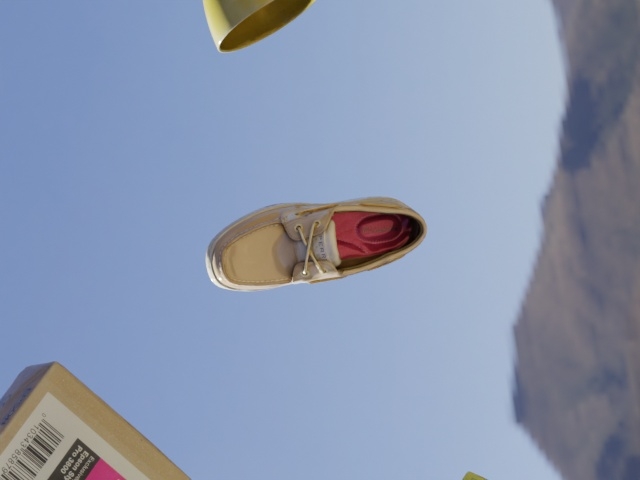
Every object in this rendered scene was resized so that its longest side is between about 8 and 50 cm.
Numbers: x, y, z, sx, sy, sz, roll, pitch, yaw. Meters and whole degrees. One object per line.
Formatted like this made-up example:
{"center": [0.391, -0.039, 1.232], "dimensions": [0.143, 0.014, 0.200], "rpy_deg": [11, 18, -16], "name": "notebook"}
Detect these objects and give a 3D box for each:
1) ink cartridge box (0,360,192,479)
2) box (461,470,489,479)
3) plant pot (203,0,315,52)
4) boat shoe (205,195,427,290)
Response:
{"center": [-0.267, 0.265, 1.838], "dimensions": [0.193, 0.088, 0.234], "rpy_deg": [43, -117, -17], "name": "ink cartridge box"}
{"center": [0.104, 0.325, 1.689], "dimensions": [0.232, 0.058, 0.087], "rpy_deg": [-55, -40, -17], "name": "box"}
{"center": [-0.078, -0.282, 2.093], "dimensions": [0.095, 0.134, 0.134], "rpy_deg": [59, -170, 8], "name": "plant pot"}
{"center": [0.000, 0.000, 1.413], "dimensions": [0.059, 0.170, 0.063], "rpy_deg": [-171, 67, -67], "name": "boat shoe"}
